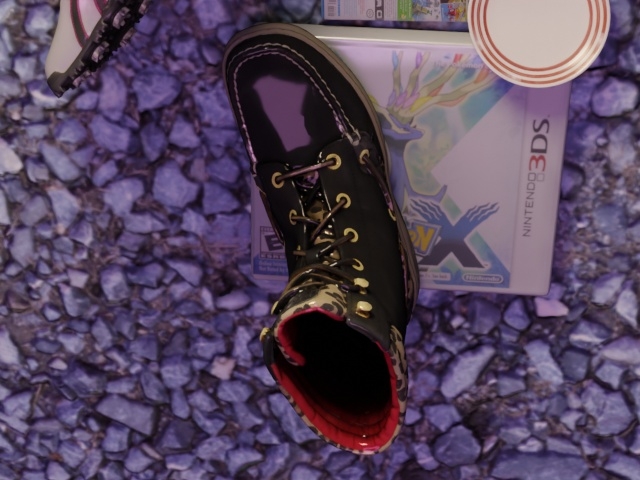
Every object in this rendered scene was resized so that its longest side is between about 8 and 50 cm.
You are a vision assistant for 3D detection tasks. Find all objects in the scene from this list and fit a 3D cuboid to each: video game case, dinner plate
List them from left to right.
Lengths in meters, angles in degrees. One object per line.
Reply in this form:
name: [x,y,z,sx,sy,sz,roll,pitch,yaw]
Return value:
video game case: [0.083,-0.274,1.708,0.166,0.015,0.119,2,121,5]
video game case: [0.090,-0.081,1.813,0.329,0.036,0.300,3,122,4]
dinner plate: [0.215,-0.222,1.702,0.141,0.017,0.141,0,96,-2]

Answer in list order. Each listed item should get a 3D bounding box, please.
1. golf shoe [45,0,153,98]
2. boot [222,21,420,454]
golf shoe: [-0.219,-0.271,1.703,0.120,0.105,0.273,33,114,4]
boot: [0.000,0.000,1.681,0.138,0.284,0.377,-14,120,13]
